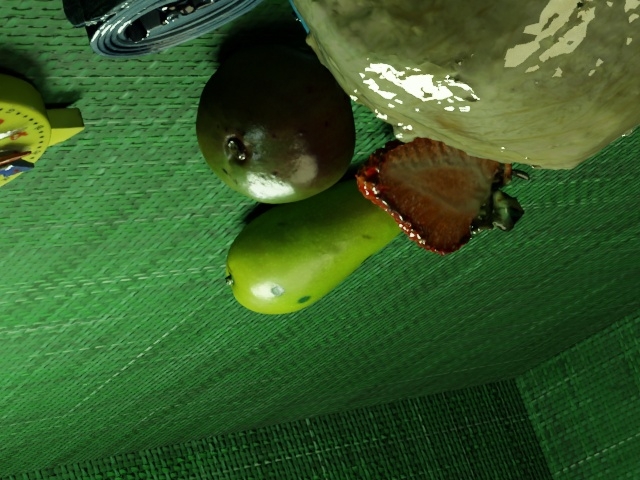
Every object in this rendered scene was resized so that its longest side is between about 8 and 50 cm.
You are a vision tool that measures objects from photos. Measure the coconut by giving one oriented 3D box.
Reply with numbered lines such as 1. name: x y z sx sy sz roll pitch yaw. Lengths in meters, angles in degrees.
1. coconut: 0.131 -0.239 1.099 0.404 0.405 0.404 -18 163 -6

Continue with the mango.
1. mango: 0.000 0.000 2.128 0.293 0.143 0.175 -29 164 -2

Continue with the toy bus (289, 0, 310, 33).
1. toy bus: 0.053 -0.232 1.455 0.113 0.134 0.246 -25 164 17

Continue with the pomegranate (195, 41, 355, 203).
1. pomegranate: -0.035 -0.137 1.633 0.180 0.180 0.210 -33 -172 37

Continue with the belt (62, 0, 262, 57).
1. belt: -0.134 -0.234 1.330 0.190 0.082 0.141 -23 166 8

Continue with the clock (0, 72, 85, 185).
1. clock: -0.406 -0.080 1.523 0.277 0.071 0.293 -30 160 31

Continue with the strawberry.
1. strawberry: 0.155 -0.081 2.054 0.286 0.188 0.106 15 -177 -39
